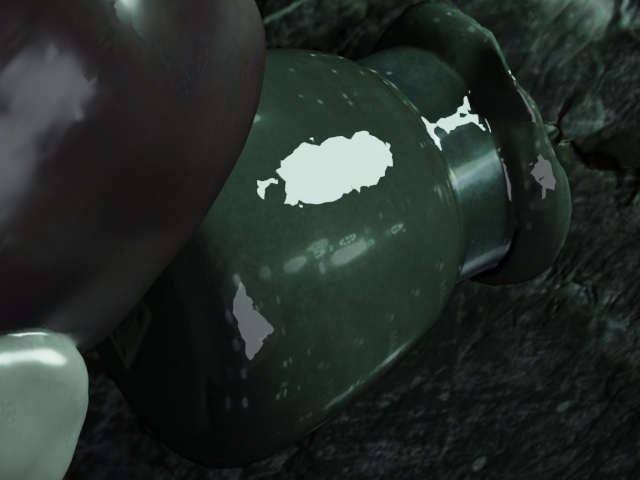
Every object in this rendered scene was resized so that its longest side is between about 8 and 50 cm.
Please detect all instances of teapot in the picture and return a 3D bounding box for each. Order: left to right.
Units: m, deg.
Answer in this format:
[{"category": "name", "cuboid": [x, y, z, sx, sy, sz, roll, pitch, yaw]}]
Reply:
[{"category": "teapot", "cuboid": [0.013, 0.008, 0.901, 0.285, 0.223, 0.305, -24, 133, -24]}]

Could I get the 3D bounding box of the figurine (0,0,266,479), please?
[{"category": "figurine", "cuboid": [-0.180, -0.094, 0.564, 0.206, 0.365, 0.218, -42, 136, -12]}]
